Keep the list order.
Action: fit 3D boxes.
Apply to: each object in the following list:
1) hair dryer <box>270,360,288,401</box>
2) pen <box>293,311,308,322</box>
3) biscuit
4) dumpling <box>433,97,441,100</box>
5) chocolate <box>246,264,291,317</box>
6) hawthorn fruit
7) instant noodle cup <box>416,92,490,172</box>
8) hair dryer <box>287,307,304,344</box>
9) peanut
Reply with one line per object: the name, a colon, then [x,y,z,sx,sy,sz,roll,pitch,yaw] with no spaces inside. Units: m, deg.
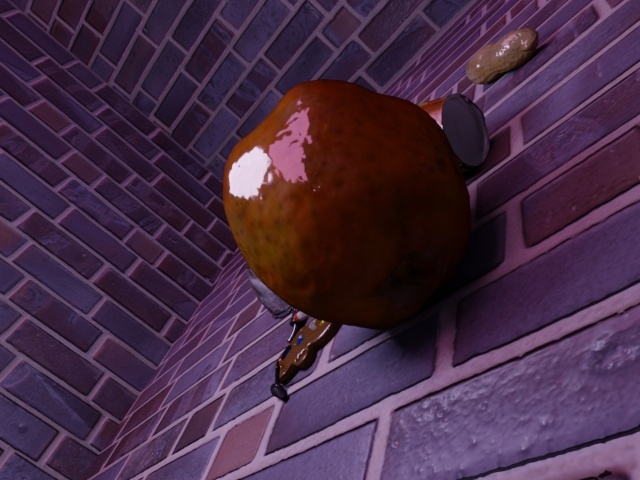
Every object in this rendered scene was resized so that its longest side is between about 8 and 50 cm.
hair dryer: [-0.094,0.317,1.181,0.079,0.031,0.083,-175,83,-65]
pen: [0.011,0.151,1.274,0.218,0.026,0.026,-34,19,36]
biscuit: [-0.028,0.239,1.259,0.236,0.039,0.180,-46,12,4]
dumpling: [0.331,-0.329,1.599,0.105,0.149,0.216,15,65,33]
chocolate: [-0.132,0.075,1.687,0.303,0.213,0.303,-45,12,13]
hawthorn fruit: [0.058,-0.048,0.976,0.472,0.472,0.472,-46,13,14]
instant noodle cup: [0.274,-0.236,1.240,0.182,0.230,0.230,-17,34,52]
hair dryer: [-0.090,0.156,1.441,0.091,0.235,0.271,-48,36,43]
peanut: [0.519,-0.530,1.501,0.117,0.101,0.263,-71,17,-7]
